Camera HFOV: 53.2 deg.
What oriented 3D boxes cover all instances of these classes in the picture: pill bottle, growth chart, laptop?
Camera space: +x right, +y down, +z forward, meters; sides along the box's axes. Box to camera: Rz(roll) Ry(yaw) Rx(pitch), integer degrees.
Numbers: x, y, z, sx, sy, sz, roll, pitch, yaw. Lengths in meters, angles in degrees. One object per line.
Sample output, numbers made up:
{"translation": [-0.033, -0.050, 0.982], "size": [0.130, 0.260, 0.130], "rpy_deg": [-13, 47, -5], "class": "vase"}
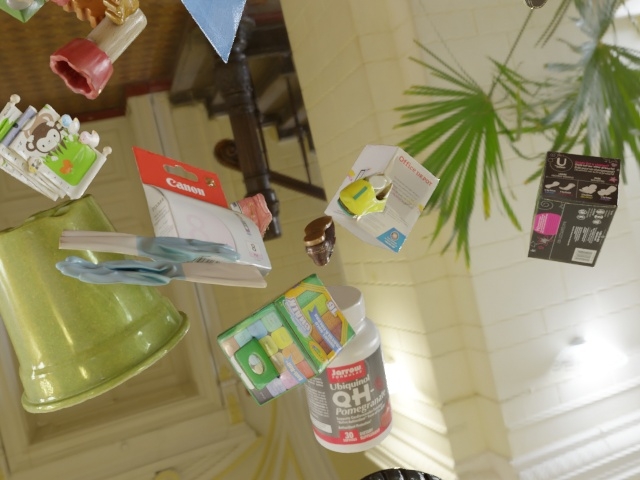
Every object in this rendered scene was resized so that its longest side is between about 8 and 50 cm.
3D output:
{"translation": [0.046, 0.261, 1.328], "size": [0.176, 0.318, 0.176], "rpy_deg": [-9, -160, 4], "class": "pill bottle"}
{"translation": [-0.520, -0.169, 1.214], "size": [0.021, 0.172, 0.237], "rpy_deg": [16, 168, 38], "class": "growth chart"}
{"translation": [-0.242, -0.790, 1.754], "size": [0.236, 0.381, 0.408], "rpy_deg": [24, 145, -23], "class": "laptop"}

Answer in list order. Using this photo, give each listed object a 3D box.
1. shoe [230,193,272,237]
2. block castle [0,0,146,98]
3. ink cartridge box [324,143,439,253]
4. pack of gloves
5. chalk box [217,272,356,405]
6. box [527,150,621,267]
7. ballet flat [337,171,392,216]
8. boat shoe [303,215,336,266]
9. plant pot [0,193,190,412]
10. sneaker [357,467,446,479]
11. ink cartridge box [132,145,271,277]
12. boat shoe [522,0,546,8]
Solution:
{"translation": [-0.148, -0.026, 1.525], "size": [0.081, 0.178, 0.063], "rpy_deg": [-23, -149, -10], "class": "shoe"}
{"translation": [-0.487, -0.414, 0.883], "size": [0.212, 0.453, 0.303], "rpy_deg": [-57, 178, -23], "class": "block castle"}
{"translation": [0.165, -0.118, 1.723], "size": [0.171, 0.232, 0.168], "rpy_deg": [35, 173, -29], "class": "ink cartridge box"}
{"translation": [-0.201, 0.037, 0.786], "size": [0.232, 0.046, 0.195], "rpy_deg": [4, -166, -19], "class": "pack of gloves"}
{"translation": [-0.060, 0.160, 1.011], "size": [0.132, 0.132, 0.213], "rpy_deg": [-33, 180, 25], "class": "chalk box"}
{"translation": [0.578, -0.069, 1.466], "size": [0.163, 0.142, 0.247], "rpy_deg": [9, 149, 16], "class": "box"}
{"translation": [0.096, -0.091, 1.191], "size": [0.077, 0.077, 0.231], "rpy_deg": [-47, 174, 18], "class": "ballet flat"}
{"translation": [0.000, 0.000, 1.532], "size": [0.073, 0.073, 0.207], "rpy_deg": [-18, -163, 15], "class": "boat shoe"}
{"translation": [-0.381, 0.077, 0.979], "size": [0.276, 0.253, 0.276], "rpy_deg": [-22, -165, 6], "class": "plant pot"}
{"translation": [-0.003, 0.268, 0.523], "size": [0.283, 0.107, 0.124], "rpy_deg": [-6, 155, -33], "class": "sneaker"}
{"translation": [-0.187, -0.051, 1.014], "size": [0.066, 0.232, 0.189], "rpy_deg": [-33, 150, 29], "class": "ink cartridge box"}
{"translation": [0.361, -0.438, 1.010], "size": [0.056, 0.152, 0.049], "rpy_deg": [-5, -139, -11], "class": "boat shoe"}
